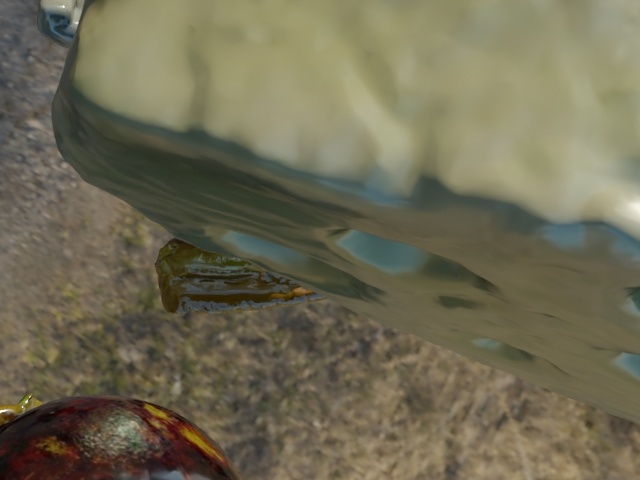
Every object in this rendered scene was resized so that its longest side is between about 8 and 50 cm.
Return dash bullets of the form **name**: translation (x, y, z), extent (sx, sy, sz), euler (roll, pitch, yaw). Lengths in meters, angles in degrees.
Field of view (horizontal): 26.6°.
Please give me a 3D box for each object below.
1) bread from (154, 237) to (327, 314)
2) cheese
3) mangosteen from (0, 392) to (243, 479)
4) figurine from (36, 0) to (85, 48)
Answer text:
- **bread**: translation (0.001, 0.002, 1.144), extent (0.139, 0.270, 0.077), euler (-40, 118, -70)
- **cheese**: translation (0.060, -0.021, 0.503), extent (0.326, 0.318, 0.115), euler (25, 81, -29)
- **mangosteen**: translation (-0.177, 0.184, 0.848), extent (0.231, 0.289, 0.231), euler (-43, 154, -28)
- **figurine**: translation (-0.057, -0.218, 1.072), extent (0.167, 0.285, 0.342), euler (-41, 172, 39)
